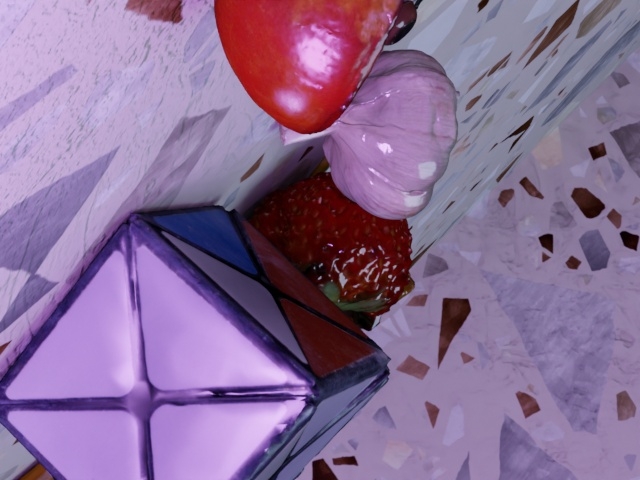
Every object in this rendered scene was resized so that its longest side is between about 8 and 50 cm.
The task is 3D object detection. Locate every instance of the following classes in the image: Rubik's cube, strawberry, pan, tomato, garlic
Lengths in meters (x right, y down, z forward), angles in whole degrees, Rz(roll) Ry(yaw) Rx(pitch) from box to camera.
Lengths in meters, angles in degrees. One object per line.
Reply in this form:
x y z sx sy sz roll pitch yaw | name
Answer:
-0.147 0.167 1.715 0.310 0.307 0.305 -49 170 14 | Rubik's cube
0.001 0.002 2.028 0.261 0.258 0.261 -8 156 -4 | strawberry
0.112 -0.279 1.835 0.115 0.023 0.068 -41 169 -25 | pan
-0.013 -0.216 1.221 0.200 0.139 0.233 -46 -152 49 | tomato
0.050 -0.140 1.813 0.212 0.218 0.218 5 142 -26 | garlic

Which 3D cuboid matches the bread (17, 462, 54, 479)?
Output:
-0.399 0.369 2.178 0.200 0.077 0.116 -38 169 -31 | bread

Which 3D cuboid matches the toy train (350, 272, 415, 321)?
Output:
-0.040 0.118 2.250 0.369 0.163 0.231 -37 -173 17 | toy train

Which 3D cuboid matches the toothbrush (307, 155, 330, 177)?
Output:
0.039 -0.147 2.074 0.288 0.024 0.021 -51 166 31 | toothbrush
